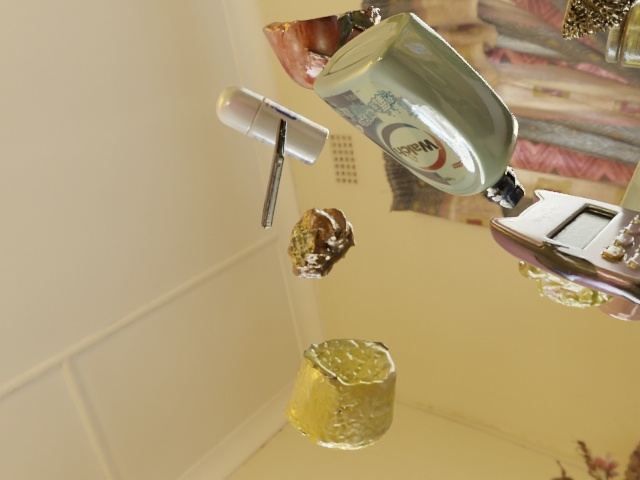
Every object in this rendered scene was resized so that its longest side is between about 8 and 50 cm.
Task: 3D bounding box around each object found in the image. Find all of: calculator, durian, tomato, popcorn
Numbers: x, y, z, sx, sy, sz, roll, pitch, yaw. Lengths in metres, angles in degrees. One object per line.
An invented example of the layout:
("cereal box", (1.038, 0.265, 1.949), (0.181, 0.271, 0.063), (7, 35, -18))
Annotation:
("calculator", (0.342, 0.016, 0.598), (0.194, 0.294, 0.043), (-25, -53, -46))
("durian", (0.421, -0.371, 0.835), (0.188, 0.091, 0.148), (-46, -36, -45))
("tomato", (0.003, -0.440, 1.335), (0.309, 0.309, 0.170), (-23, -67, -46))
("popcorn", (0.611, 0.036, 1.367), (0.212, 0.259, 0.259), (-43, -54, -33))

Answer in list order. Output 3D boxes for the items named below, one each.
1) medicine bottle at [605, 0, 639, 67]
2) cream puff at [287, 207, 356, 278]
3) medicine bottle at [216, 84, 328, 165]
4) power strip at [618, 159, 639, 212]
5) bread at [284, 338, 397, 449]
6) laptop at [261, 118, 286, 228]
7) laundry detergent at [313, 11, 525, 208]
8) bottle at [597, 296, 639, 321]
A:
("medicine bottle", (0.845, -0.466, 1.303), (0.151, 0.322, 0.151), (-36, -46, -48))
("cream puff", (0.000, 0.000, 1.823), (0.241, 0.155, 0.269), (-40, -26, -20))
("medicine bottle", (-0.152, -0.355, 1.723), (0.341, 0.130, 0.130), (24, -107, -12))
("power strip", (0.462, -0.147, 0.730), (0.106, 0.043, 0.367), (-15, -54, -47))
("bread", (0.037, 0.268, 1.000), (0.197, 0.197, 0.170), (-18, -58, -48))
("laptop", (-0.101, -0.149, 1.267), (0.154, 0.026, 0.207), (-88, 10, -47))
("laundry detergent", (0.139, -0.136, 0.703), (0.280, 0.215, 0.105), (37, -101, -23))
("bottle", (0.865, 0.061, 1.580), (0.173, 0.206, 0.296), (-43, -33, -44))
